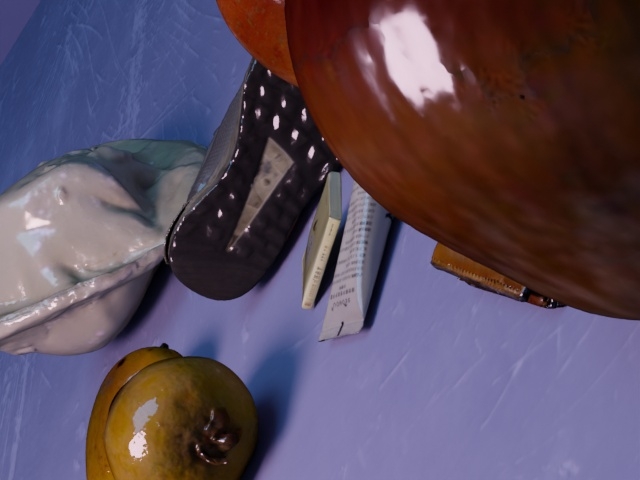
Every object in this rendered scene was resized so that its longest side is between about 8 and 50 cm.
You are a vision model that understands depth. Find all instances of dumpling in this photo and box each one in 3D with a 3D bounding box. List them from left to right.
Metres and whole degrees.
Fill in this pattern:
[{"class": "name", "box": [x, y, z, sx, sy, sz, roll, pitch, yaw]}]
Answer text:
[{"class": "dumpling", "box": [-0.254, -0.010, 2.242, 0.316, 0.233, 0.395, -16, 27, 22]}]

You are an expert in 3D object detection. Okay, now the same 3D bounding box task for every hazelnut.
[{"class": "hazelnut", "box": [0.177, -0.136, 1.102, 0.409, 0.359, 0.359, 1, 66, 63]}]

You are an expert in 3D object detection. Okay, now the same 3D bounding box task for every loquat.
[{"class": "loquat", "box": [-0.129, 0.179, 1.715, 0.163, 0.137, 0.163, -39, 17, 15]}]

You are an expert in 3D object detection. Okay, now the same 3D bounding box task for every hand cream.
[{"class": "hand cream", "box": [0.044, -0.020, 1.677, 0.080, 0.050, 0.234, -21, 50, 61]}]

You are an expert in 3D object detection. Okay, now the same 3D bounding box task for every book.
[{"class": "book", "box": [-0.001, 0.000, 1.746, 0.077, 0.014, 0.111, -89, 14, -53]}]

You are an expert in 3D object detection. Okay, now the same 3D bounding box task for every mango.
[{"class": "mango", "box": [-0.194, 0.189, 1.937, 0.178, 0.090, 0.115, -64, 26, 21]}]

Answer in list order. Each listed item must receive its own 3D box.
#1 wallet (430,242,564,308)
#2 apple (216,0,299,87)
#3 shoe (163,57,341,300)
[{"class": "wallet", "box": [0.172, -0.045, 1.397, 0.195, 0.042, 0.161, -63, 24, -4]}, {"class": "apple", "box": [0.030, -0.258, 1.684, 0.253, 0.253, 0.253, -50, 24, 32]}, {"class": "shoe", "box": [-0.047, -0.108, 1.909, 0.336, 0.132, 0.171, -61, 11, 15]}]
